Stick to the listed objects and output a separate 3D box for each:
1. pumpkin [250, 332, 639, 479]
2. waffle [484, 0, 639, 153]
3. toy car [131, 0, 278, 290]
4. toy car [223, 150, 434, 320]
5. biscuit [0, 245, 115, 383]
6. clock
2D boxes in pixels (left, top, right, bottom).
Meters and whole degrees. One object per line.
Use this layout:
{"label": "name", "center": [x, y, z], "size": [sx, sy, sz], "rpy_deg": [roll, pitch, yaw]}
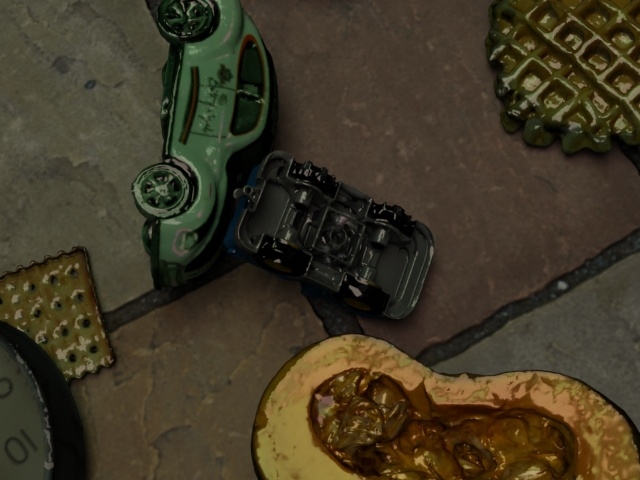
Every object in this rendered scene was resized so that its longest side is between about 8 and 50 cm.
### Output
{"label": "pumpkin", "center": [0.098, 0.207, 0.844], "size": [0.317, 0.139, 0.222], "rpy_deg": [12, 69, 13]}
{"label": "waffle", "center": [0.262, -0.185, 1.011], "size": [0.208, 0.054, 0.214], "rpy_deg": [2, 72, 14]}
{"label": "toy car", "center": [-0.104, -0.102, 1.001], "size": [0.125, 0.136, 0.306], "rpy_deg": [4, 70, -4]}
{"label": "toy car", "center": [0.000, 0.000, 0.954], "size": [0.191, 0.100, 0.097], "rpy_deg": [26, 73, -17]}
{"label": "biscuit", "center": [-0.305, 0.096, 1.017], "size": [0.203, 0.016, 0.144], "rpy_deg": [-22, 67, 0]}
{"label": "clock", "center": [-0.376, 0.212, 0.945], "size": [0.325, 0.067, 0.325], "rpy_deg": [-3, 73, 10]}
